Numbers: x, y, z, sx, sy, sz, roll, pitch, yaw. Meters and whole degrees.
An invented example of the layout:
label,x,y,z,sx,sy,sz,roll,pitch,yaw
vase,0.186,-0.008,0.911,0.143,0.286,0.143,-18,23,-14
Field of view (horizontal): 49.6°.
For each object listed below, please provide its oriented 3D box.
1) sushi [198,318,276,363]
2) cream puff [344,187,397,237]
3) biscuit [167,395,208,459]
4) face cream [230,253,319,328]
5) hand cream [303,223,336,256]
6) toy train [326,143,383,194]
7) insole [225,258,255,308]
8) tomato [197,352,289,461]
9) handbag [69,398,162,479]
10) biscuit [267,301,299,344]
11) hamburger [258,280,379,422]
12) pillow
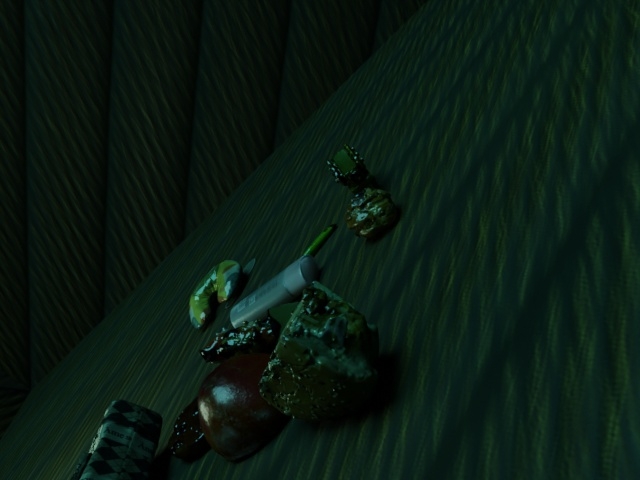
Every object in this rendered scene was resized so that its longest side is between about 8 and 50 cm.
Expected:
label,x,y,z,sx,sy,sz,roll,pitch,yaw
sushi,-0.177,0.241,1.631,0.226,0.097,0.103,-18,36,31
cream puff,0.116,-0.069,1.611,0.119,0.104,0.133,-40,16,44
biscuit,-0.267,0.409,1.558,0.192,0.049,0.192,-36,24,19
face cream,-0.118,0.138,1.752,0.269,0.073,0.107,-37,25,30
hand cream,0.000,0.000,1.865,0.122,0.023,0.036,-49,13,-18
toy train,0.093,-0.172,1.837,0.090,0.137,0.225,-40,22,8
insole,-0.257,0.136,2.208,0.080,0.003,0.232,-34,21,36
tomato,-0.161,0.310,1.362,0.233,0.140,0.200,-39,25,24
handbag,-0.498,0.594,1.514,0.316,0.180,0.416,-55,15,19
biscuit,-0.055,0.196,1.476,0.099,0.038,0.322,-9,14,-10
hamburger,0.006,0.201,1.160,0.167,0.192,0.288,-53,-8,-37
pillow,-0.330,0.165,2.198,0.233,0.086,0.214,-43,28,13
